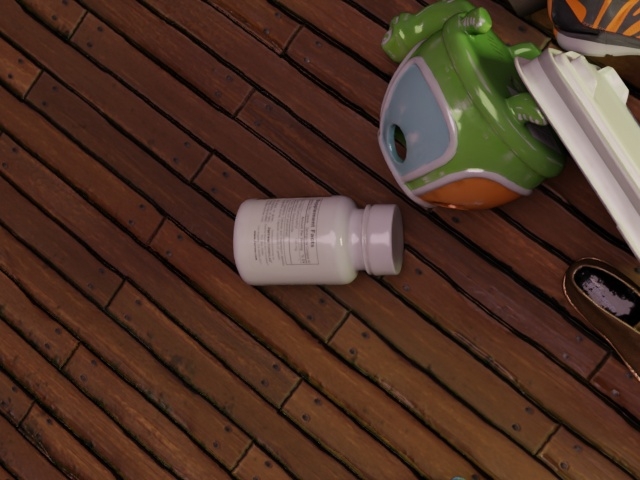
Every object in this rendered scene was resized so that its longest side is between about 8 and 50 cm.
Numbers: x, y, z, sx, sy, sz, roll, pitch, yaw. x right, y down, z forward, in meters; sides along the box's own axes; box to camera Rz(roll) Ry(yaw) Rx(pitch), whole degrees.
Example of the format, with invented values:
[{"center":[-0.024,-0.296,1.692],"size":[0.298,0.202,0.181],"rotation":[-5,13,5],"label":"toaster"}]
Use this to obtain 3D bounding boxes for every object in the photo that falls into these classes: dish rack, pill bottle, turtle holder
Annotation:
[{"center":[0.388,-0.108,1.194],"size":[0.072,0.285,0.333],"rotation":[-37,77,27],"label":"dish rack"},{"center":[0.000,0.000,1.374],"size":[0.229,0.131,0.131],"rotation":[-1,86,15],"label":"pill bottle"},{"center":[0.183,-0.188,1.284],"size":[0.227,0.243,0.320],"rotation":[-36,87,28],"label":"turtle holder"}]

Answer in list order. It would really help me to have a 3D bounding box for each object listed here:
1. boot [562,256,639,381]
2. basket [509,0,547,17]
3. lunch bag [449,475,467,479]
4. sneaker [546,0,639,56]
[{"center":[0.449,0.137,1.255],"size":[0.305,0.115,0.112],"rotation":[40,95,13],"label":"boot"},{"center":[0.347,-0.418,1.291],"size":[0.227,0.204,0.154],"rotation":[-26,49,20],"label":"basket"},{"center":[0.174,0.416,1.257],"size":[0.090,0.219,0.176],"rotation":[19,91,22],"label":"lunch bag"},{"center":[0.425,-0.313,1.153],"size":[0.321,0.180,0.125],"rotation":[6,54,29],"label":"sneaker"}]
